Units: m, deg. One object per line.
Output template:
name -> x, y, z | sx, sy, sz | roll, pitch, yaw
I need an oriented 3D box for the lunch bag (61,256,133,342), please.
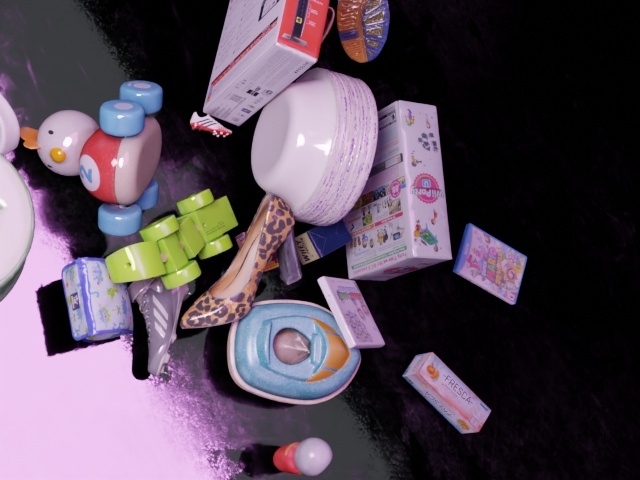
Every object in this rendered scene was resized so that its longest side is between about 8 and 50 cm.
lunch bag -> -0.368, 0.098, 1.601 | 0.096, 0.151, 0.128 | -12, 83, -4

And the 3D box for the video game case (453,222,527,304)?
video game case -> 0.369, 0.051, 2.108 | 0.166, 0.015, 0.119 | 29, 65, -20

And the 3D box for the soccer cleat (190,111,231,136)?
soccer cleat -> -0.207, -0.220, 1.850 | 0.083, 0.029, 0.035 | 11, 76, -21

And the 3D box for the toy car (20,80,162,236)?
toy car -> -0.400, -0.152, 1.640 | 0.238, 0.219, 0.210 | 8, 27, 3

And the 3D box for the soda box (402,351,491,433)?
soda box -> 0.254, 0.306, 1.949 | 0.183, 0.063, 0.058 | 45, 60, -12

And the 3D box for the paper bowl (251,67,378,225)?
paper bowl -> -0.026, -0.177, 1.789 | 0.148, 0.284, 0.284 | 13, 71, -26

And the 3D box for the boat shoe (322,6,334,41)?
boat shoe -> -0.025, -0.417, 1.983 | 0.063, 0.059, 0.170 | 38, 62, -16

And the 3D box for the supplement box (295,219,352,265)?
supplement box -> 0.000, 0.000, 1.875 | 0.083, 0.083, 0.056 | -28, 92, -32

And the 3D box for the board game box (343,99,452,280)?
board game box -> 0.137, -0.090, 1.895 | 0.098, 0.224, 0.303 | 3, 76, -31

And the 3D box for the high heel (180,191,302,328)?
high heel -> -0.152, 0.034, 1.701 | 0.261, 0.093, 0.186 | -29, 126, -28

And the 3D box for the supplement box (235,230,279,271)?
supplement box -> -0.116, 0.020, 1.829 | 0.055, 0.043, 0.083 | -20, 87, -30

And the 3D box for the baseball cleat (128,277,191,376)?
baseball cleat -> -0.293, 0.131, 1.698 | 0.109, 0.072, 0.205 | 16, 65, -10

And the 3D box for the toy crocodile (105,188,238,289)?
toy crocodile -> -0.243, -0.001, 1.683 | 0.115, 0.105, 0.340 | 66, 27, -12

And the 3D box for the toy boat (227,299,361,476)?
toy boat -> -0.034, 0.262, 1.751 | 0.268, 0.148, 0.318 | 6, 74, -28

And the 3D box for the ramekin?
ramekin -> -0.593, -0.023, 1.512 | 0.303, 0.148, 0.303 | 8, 74, -27

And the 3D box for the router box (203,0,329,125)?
router box -> -0.089, -0.407, 1.783 | 0.082, 0.335, 0.301 | 20, 69, -23

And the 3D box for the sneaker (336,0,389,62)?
sneaker -> 0.081, -0.525, 2.042 | 0.112, 0.131, 0.296 | -7, 104, 4

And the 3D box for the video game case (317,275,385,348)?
video game case -> 0.060, 0.137, 1.842 | 0.143, 0.019, 0.157 | 64, 19, 16

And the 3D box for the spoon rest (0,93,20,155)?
spoon rest -> -0.603, -0.249, 1.573 | 0.276, 0.084, 0.137 | 36, 32, -2
